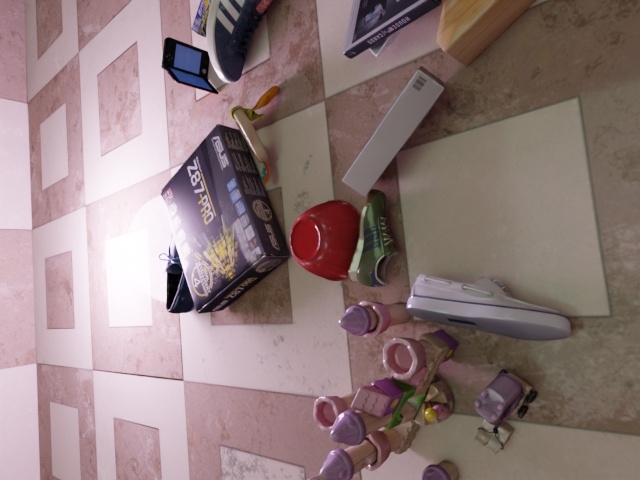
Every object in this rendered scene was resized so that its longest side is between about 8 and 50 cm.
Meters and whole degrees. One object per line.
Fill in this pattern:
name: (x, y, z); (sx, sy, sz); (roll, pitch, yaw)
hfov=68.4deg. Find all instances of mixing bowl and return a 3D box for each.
mixing bowl: (0.000, 0.000, 1.006); (0.181, 0.098, 0.182); (0, 91, 42)

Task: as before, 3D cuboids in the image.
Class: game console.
game console: (-0.352, -0.480, 1.298); (0.085, 0.144, 0.124); (15, 99, 40)

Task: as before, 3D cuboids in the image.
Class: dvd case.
dvd case: (0.136, -0.461, 0.867); (0.238, 0.029, 0.180); (-6, 70, 56)

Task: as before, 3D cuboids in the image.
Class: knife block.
knife block: (0.324, -0.426, 0.725); (0.242, 0.088, 0.276); (15, 99, 42)

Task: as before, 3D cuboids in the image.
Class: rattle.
rattle: (-0.127, -0.256, 1.170); (0.200, 0.142, 0.130); (58, 158, 8)

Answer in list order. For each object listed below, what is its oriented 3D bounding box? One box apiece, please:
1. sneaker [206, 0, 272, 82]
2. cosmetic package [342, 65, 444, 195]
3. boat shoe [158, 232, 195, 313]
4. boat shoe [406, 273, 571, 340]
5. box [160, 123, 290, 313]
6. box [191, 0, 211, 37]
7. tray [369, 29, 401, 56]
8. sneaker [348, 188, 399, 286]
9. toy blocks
sneaker: (-0.184, -0.570, 1.170); (0.148, 0.131, 0.350); (14, 110, 18)
cosmetic package: (0.135, -0.202, 0.881); (0.060, 0.099, 0.239); (33, 118, -4)
boat shoe: (-0.410, 0.087, 1.373); (0.109, 0.089, 0.259); (-6, 89, 37)
boat shoe: (0.268, 0.099, 0.770); (0.258, 0.095, 0.084); (7, 66, 30)
box: (-0.267, -0.051, 1.249); (0.318, 0.097, 0.395); (-36, 66, 33)
box: (-0.296, -0.651, 1.306); (0.054, 0.059, 0.169); (44, 117, 32)
tray: (0.169, -0.486, 0.886); (0.270, 0.030, 0.145); (-52, 39, 28)
sneaker: (0.119, 0.001, 0.927); (0.086, 0.064, 0.192); (18, 101, 32)
toy blocks: (0.119, 0.287, 0.786); (0.309, 0.260, 0.289); (34, 111, 37)
